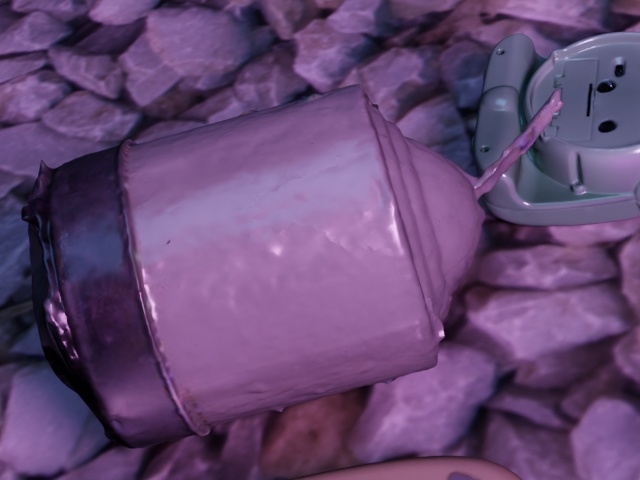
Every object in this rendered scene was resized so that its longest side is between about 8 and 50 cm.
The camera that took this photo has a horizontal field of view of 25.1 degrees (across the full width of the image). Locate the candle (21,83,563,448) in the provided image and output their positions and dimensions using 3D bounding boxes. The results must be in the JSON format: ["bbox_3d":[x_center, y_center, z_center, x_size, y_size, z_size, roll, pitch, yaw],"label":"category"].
[{"bbox_3d":[0.000,0.000,0.860,0.330,0.187,0.187,-16,43,3],"label":"candle"}]

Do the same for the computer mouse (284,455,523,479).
[{"bbox_3d":[0.008,0.189,0.741,0.236,0.082,0.145,-15,44,7],"label":"computer mouse"}]

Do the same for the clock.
[{"bbox_3d":[0.200,-0.082,0.960,0.188,0.060,0.148,-3,46,16],"label":"clock"}]
